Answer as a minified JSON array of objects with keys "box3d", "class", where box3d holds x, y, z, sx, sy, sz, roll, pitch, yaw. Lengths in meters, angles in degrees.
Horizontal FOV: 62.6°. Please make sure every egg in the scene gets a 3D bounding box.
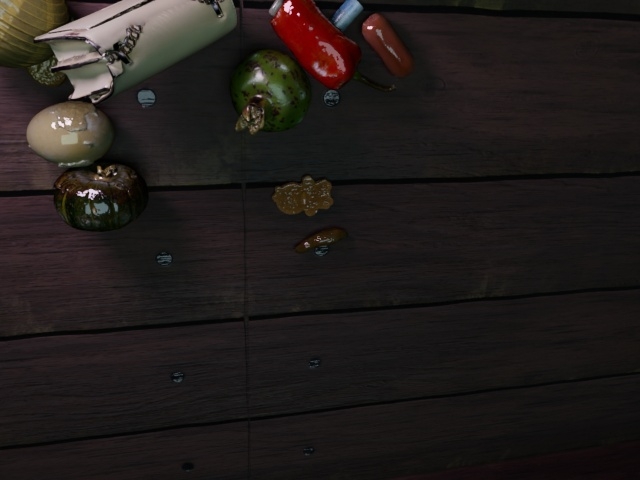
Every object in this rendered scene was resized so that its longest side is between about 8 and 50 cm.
[{"box3d":[-0.619,-0.267,1.311,0.201,0.164,0.164,-14,123,-19],"class":"egg"}]

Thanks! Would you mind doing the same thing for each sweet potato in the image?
[{"box3d":[-0.001,-0.001,1.680,0.182,0.054,0.053,-18,114,1],"class":"sweet potato"}]

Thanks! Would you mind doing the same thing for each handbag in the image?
[{"box3d":[-0.377,-0.435,1.130,0.358,0.236,0.160,-46,128,-35],"class":"handbag"}]

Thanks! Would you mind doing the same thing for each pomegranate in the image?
[{"box3d":[-0.133,-0.361,1.324,0.211,0.263,0.211,9,131,10],"class":"pomegranate"}]

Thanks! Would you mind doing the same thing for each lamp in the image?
[{"box3d":[-0.681,-0.475,1.127,0.284,0.250,0.250,-40,121,23],"class":"lamp"}]

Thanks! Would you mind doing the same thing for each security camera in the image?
[{"box3d":[-0.093,-0.595,1.304,0.058,0.058,0.092,28,117,-26],"class":"security camera"}]

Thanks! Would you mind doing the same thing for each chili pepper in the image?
[{"box3d":[0.030,-0.449,1.302,0.134,0.131,0.338,-40,103,24],"class":"chili pepper"}]

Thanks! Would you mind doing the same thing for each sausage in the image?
[{"box3d":[0.184,-0.515,1.405,0.077,0.077,0.194,-39,119,11],"class":"sausage"}]

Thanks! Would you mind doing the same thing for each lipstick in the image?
[{"box3d":[0.040,-0.554,1.361,0.048,0.048,0.158,37,107,-29],"class":"lipstick"}]

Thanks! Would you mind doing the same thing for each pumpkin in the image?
[{"box3d":[-0.571,-0.122,1.371,0.238,0.238,0.159,3,114,-15],"class":"pumpkin"}]

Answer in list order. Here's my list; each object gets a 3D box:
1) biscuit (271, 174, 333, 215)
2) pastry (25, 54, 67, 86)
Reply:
[{"box3d":[-0.050,-0.131,1.605,0.184,0.027,0.133,-20,123,1],"class":"biscuit"},{"box3d":[-0.658,-0.422,1.271,0.109,0.057,0.097,-8,120,-10],"class":"pastry"}]
